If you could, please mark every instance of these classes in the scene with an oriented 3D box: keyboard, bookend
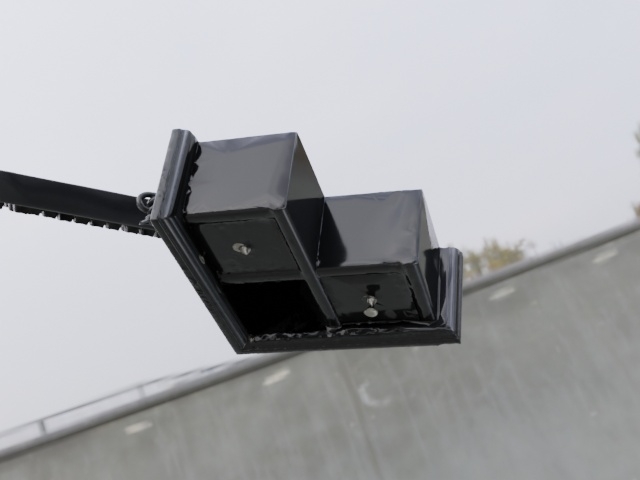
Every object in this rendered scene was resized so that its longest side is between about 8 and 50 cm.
[{"bbox_3d":[-0.108,-0.011,0.834,0.317,0.033,0.201,10,-5,-29],"label":"keyboard"},{"bbox_3d":[0.000,0.000,0.655,0.157,0.072,0.156,-4,-37,15],"label":"bookend"}]
